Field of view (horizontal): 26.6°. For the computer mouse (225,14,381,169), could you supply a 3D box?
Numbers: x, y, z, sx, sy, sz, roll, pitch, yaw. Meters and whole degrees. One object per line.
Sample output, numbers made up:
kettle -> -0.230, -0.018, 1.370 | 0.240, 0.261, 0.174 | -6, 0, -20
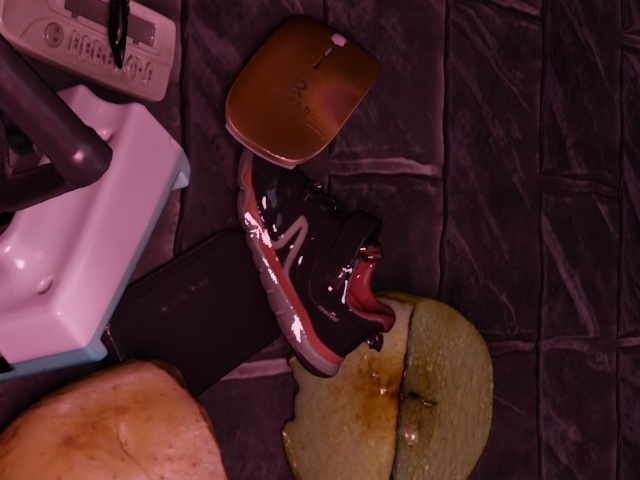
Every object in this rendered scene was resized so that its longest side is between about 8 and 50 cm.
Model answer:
computer mouse -> -0.016, -0.176, 1.509 | 0.126, 0.056, 0.245 | 34, 45, 2

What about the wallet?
wallet -> -0.140, 0.092, 1.426 | 0.250, 0.044, 0.149 | -33, 111, -45

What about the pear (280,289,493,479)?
pear -> 0.092, 0.195, 1.620 | 0.292, 0.159, 0.292 | -8, 100, -51

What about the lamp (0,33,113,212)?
lamp -> -0.333, -0.114, 0.997 | 0.205, 0.374, 0.272 | 49, 28, -37

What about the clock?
clock -> -0.261, 0.001, 1.071 | 0.116, 0.262, 0.231 | 56, 36, -32

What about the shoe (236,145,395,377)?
shoe -> 0.000, 0.000, 1.482 | 0.291, 0.137, 0.114 | 70, 18, 2

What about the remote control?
remote control -> -0.232, -0.203, 1.303 | 0.230, 0.049, 0.090 | 18, 76, -52

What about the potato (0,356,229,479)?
potato -> -0.214, 0.260, 1.213 | 0.242, 0.242, 0.285 | -12, 118, -50

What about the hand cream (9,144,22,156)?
hand cream -> -0.308, -0.076, 1.235 | 0.165, 0.037, 0.057 | 39, 62, -35

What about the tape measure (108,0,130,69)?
tape measure -> -0.137, -0.341, 1.352 | 0.215, 0.098, 0.351 | -2, 85, -52
